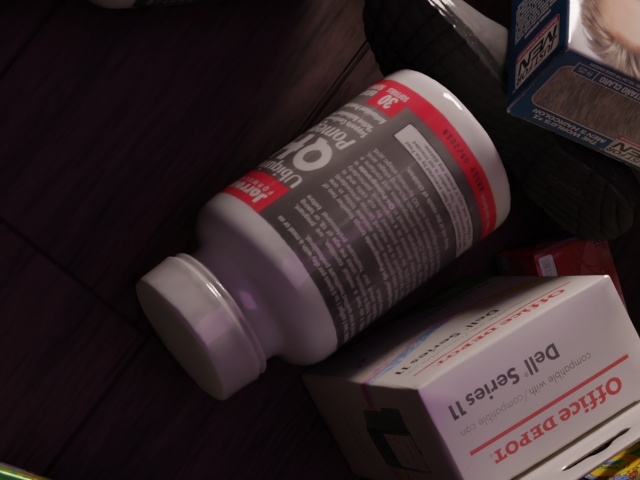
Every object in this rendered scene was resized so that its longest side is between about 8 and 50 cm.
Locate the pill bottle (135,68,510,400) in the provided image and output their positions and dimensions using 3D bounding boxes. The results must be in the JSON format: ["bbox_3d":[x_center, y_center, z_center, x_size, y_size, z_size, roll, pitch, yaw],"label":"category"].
[{"bbox_3d":[0.000,0.000,1.575,0.318,0.176,0.176,-36,101,-18],"label":"pill bottle"}]

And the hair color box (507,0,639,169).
[{"bbox_3d":[0.276,-0.244,1.638,0.174,0.105,0.347,21,51,-18],"label":"hair color box"}]

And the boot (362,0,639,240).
[{"bbox_3d":[0.210,-0.173,1.691,0.338,0.118,0.222,44,53,-8],"label":"boot"}]

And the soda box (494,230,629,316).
[{"bbox_3d":[0.256,0.125,1.711,0.083,0.092,0.263,-18,95,-20],"label":"soda box"}]

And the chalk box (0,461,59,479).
[{"bbox_3d":[-0.254,0.282,1.472,0.289,0.180,0.179,21,82,-20],"label":"chalk box"}]

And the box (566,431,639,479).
[{"bbox_3d":[0.341,0.195,1.534,0.279,0.290,0.177,-29,98,-11],"label":"box"}]

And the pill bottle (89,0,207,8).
[{"bbox_3d":[-0.117,-0.309,1.520,0.363,0.210,0.210,-8,92,-21],"label":"pill bottle"}]

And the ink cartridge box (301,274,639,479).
[{"bbox_3d":[0.147,0.124,1.532,0.207,0.353,0.119,-29,99,-19],"label":"ink cartridge box"}]
